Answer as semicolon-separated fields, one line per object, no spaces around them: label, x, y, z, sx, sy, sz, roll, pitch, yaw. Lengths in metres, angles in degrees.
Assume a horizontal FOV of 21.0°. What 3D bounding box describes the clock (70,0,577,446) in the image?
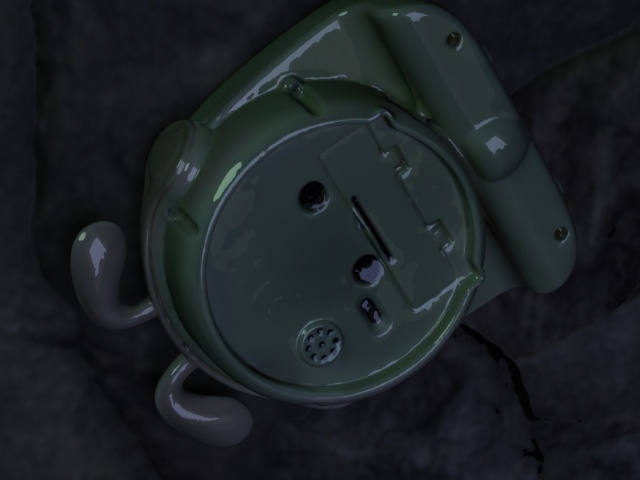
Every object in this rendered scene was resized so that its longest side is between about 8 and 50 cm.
clock;0.000;0.000;0.710;0.191;0.062;0.151;-36;117;-5
